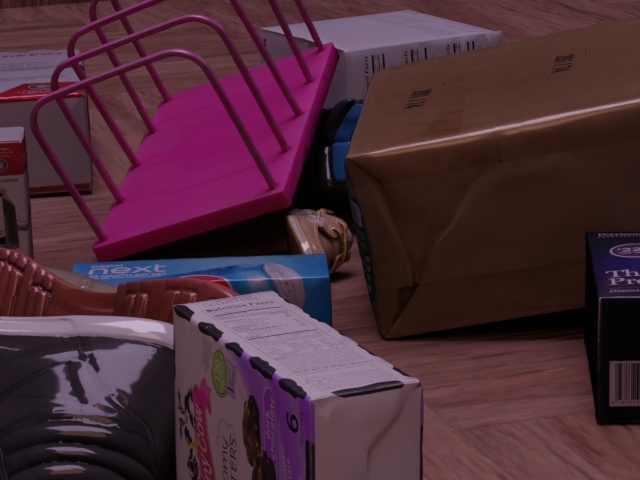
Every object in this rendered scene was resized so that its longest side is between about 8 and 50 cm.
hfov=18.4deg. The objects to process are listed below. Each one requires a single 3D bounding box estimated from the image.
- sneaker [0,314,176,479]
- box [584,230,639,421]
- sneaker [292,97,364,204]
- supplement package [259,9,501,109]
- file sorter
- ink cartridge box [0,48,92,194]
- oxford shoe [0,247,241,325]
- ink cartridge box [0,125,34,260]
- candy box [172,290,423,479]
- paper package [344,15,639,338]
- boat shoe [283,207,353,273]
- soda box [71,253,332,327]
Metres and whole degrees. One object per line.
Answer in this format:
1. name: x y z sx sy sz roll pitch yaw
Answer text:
1. sneaker: -0.222 0.129 1.232 0.296 0.104 0.147 -4 45 15
2. box: 0.332 0.060 1.479 0.261 0.103 0.184 -1 13 4
3. sneaker: -0.006 -0.080 2.051 0.140 0.125 0.341 21 -6 -40
4. supplement package: 0.067 -0.166 2.224 0.203 0.149 0.194 -10 18 -29
5. file sorter: -0.130 -0.153 1.900 0.202 0.182 0.290 -17 29 21
6. ink cartridge box: -0.357 -0.133 2.218 0.197 0.114 0.273 -4 17 -6
7. oxford shoe: -0.164 0.093 1.429 0.397 0.140 0.146 8 -9 39
8. ink cartridge box: -0.315 -0.031 1.807 0.099 0.135 0.056 -4 19 -5
9. candy box: -0.017 0.133 1.124 0.070 0.164 0.196 -7 16 -25
10. paper package: 0.186 -0.064 1.719 0.310 0.168 0.325 -11 17 8
11. boat shoe: 0.000 0.000 1.795 0.059 0.063 0.170 -9 15 -3
12. soda box: -0.096 0.054 1.603 0.210 0.067 0.071 -3 15 -2
